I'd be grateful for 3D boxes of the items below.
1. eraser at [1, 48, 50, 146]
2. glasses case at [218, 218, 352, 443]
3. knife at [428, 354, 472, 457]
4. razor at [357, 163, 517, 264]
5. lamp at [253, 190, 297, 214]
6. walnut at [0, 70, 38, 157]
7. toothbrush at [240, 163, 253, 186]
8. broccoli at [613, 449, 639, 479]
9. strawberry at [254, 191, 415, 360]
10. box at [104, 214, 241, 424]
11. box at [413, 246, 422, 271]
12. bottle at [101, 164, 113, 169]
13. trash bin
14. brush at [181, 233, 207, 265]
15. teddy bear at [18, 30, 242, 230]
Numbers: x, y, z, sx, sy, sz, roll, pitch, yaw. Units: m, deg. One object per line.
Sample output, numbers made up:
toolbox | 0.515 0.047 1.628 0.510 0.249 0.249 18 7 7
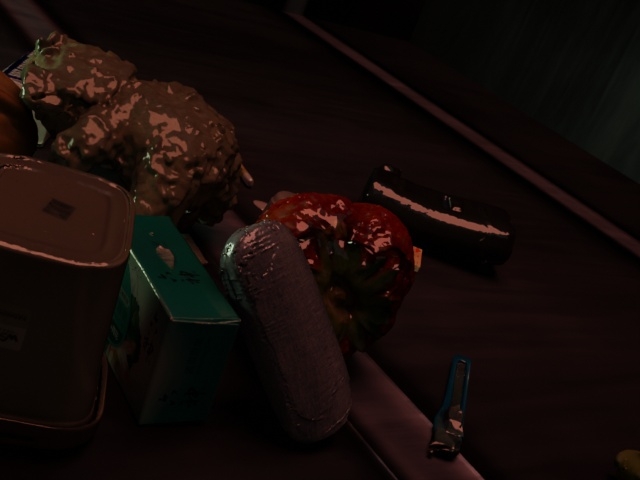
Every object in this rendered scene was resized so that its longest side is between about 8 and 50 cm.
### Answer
eraser | -0.534 -0.274 1.687 0.130 0.086 0.287 18 23 -10
glasses case | -0.038 0.111 1.083 0.067 0.282 0.109 -4 20 48
knife | 0.192 0.232 1.299 0.044 0.026 0.296 13 22 8
razor | 0.240 -0.049 1.863 0.326 0.107 0.189 21 23 -1
lamp | 0.000 0.003 1.531 0.246 0.108 0.179 22 18 -20
walnut | -0.534 -0.166 1.289 0.261 0.225 0.225 13 23 -37
toothbrush | -0.191 -0.184 1.885 0.024 0.021 0.288 -1 30 -23
broccoli | 0.473 0.359 1.156 0.145 0.165 0.304 -15 16 -7
strawberry | -0.005 0.046 1.278 0.250 0.239 0.288 16 10 -23
box | -0.202 0.088 1.093 0.092 0.153 0.245 5 27 -34
box | 0.167 0.029 1.743 0.058 0.015 0.093 21 23 1
bottle | -0.348 -0.190 1.611 0.156 0.143 0.271 62 1 -28
trash bin | -0.306 0.063 0.934 0.219 0.250 0.219 15 30 -18
brush | -0.323 0.005 1.352 0.314 0.017 0.090 4 29 -36
teddy bear | -0.301 -0.160 1.363 0.367 0.224 0.357 38 27 4
